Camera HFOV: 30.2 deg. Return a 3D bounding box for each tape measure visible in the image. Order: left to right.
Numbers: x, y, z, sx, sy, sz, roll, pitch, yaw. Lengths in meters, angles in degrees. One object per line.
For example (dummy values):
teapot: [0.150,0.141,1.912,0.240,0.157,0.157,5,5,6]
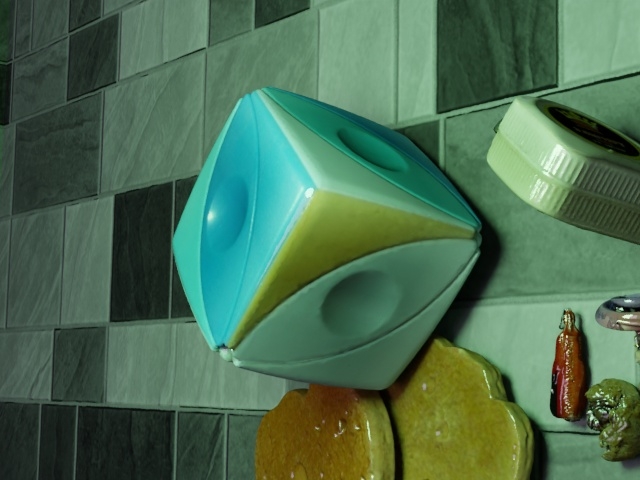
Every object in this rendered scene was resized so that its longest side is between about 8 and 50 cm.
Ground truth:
tape measure: [0.360,-0.087,1.590,0.133,0.271,0.231,-67,26,21]

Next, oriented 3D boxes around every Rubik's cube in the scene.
Rubik's cube: [0.000,0.000,1.887,0.352,0.347,0.351,-61,34,20]

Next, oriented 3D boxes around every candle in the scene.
candle: [0.356,0.177,1.695,0.053,0.048,0.162,1,84,17]

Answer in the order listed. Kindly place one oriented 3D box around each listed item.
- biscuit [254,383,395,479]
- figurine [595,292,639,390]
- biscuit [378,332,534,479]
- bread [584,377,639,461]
biscuit: [-0.002,0.415,2.057,0.455,0.078,0.349,-52,41,44]
figurine: [0.443,0.131,1.550,0.157,0.114,0.126,59,169,2]
biscuit: [0.200,0.295,1.858,0.376,0.051,0.269,25,106,54]
bread: [0.402,0.239,1.607,0.082,0.060,0.113,-39,54,45]
